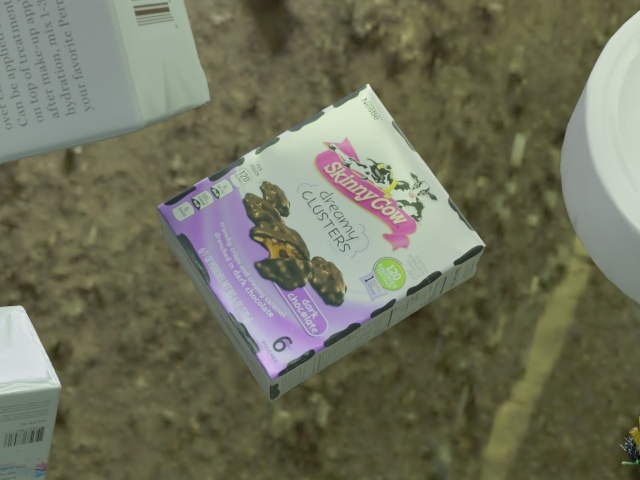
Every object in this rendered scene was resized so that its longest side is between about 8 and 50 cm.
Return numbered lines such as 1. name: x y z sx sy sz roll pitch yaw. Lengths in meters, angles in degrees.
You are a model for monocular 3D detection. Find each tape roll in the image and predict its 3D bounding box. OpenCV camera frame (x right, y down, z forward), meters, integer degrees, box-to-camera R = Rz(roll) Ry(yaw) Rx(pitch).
1. tape roll: 0.345 -0.066 1.232 0.100 0.286 0.286 101 11 -65

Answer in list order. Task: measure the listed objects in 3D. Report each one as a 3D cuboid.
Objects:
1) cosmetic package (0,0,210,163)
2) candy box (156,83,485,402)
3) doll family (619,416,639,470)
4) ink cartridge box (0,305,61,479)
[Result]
1. cosmetic package: -0.333 -0.149 1.077 0.161 0.453 0.230 -42 120 -73
2. candy box: 0.000 0.000 1.162 0.196 0.165 0.070 -31 164 -13
3. doll family: 0.389 0.238 1.660 0.193 0.076 0.111 41 45 -28
4. ink cartridge box: -0.332 0.172 1.412 0.128 0.127 0.176 -5 127 -30
